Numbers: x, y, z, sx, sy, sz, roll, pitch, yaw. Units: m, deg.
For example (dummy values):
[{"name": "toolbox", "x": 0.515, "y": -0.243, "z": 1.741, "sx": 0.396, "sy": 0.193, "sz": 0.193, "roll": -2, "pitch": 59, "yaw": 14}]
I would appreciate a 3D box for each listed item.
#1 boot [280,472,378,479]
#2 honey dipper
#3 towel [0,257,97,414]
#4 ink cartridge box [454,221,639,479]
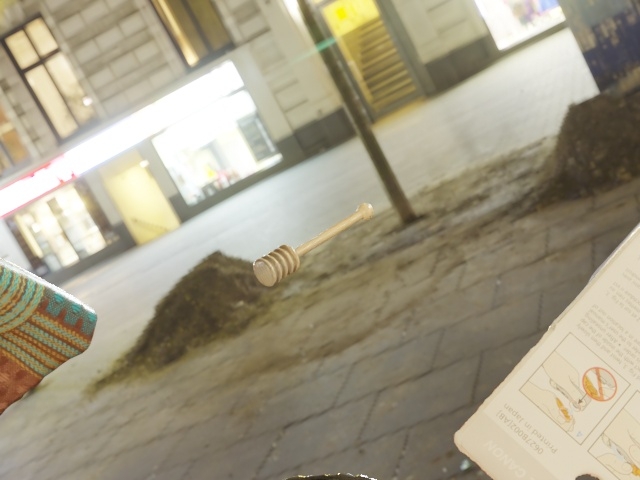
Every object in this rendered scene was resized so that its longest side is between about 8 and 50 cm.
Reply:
[{"name": "boot", "x": 0.092, "y": 0.282, "z": 0.613, "sx": 0.223, "sy": 0.338, "sz": 0.118, "roll": -88, "pitch": 20, "yaw": -71}, {"name": "honey dipper", "x": 0.000, "y": 0.000, "z": 0.982, "sx": 0.160, "sy": 0.030, "sz": 0.030, "roll": -30, "pitch": 8, "yaw": -37}, {"name": "towel", "x": -0.307, "y": 0.058, "z": 0.429, "sx": 0.271, "sy": 0.040, "sz": 0.370, "roll": -38, "pitch": -35, "yaw": 7}, {"name": "ink cartridge box", "x": 0.198, "y": 0.085, "z": 0.483, "sx": 0.224, "sy": 0.181, "sz": 0.056, "roll": -44, "pitch": -15, "yaw": -18}]
